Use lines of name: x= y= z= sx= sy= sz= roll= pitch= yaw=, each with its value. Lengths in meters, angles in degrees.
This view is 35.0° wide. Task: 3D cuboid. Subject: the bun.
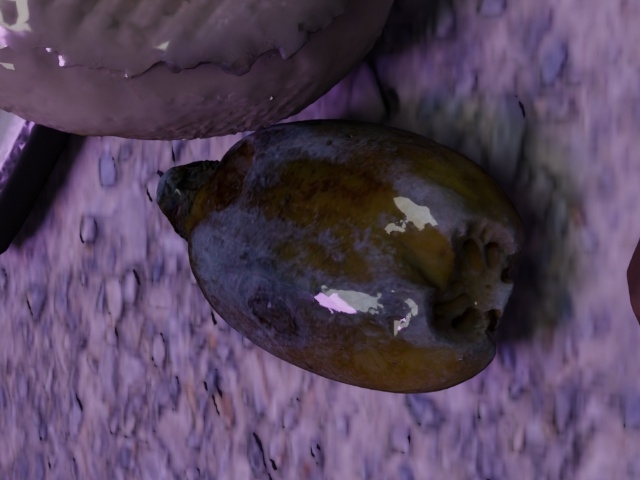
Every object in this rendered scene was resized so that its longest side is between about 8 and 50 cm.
bun: x=-0.084 y=-0.146 z=0.449 sx=0.239 sy=0.239 sz=0.141 roll=65 pitch=162 yaw=16

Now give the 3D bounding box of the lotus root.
lotus root: x=0.000 y=0.000 z=0.457 sx=0.192 sy=0.088 sz=0.113 roll=17 pitch=88 yaw=38

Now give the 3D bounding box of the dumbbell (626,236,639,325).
dumbbell: x=0.207 y=0.040 z=0.295 sx=0.231 sy=0.092 sz=0.082 roll=29 pitch=83 yaw=33

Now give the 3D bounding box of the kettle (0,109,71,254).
kettle: x=-0.274 y=-0.199 z=0.602 sx=0.361 sy=0.250 sz=0.376 roll=25 pitch=113 yaw=5
